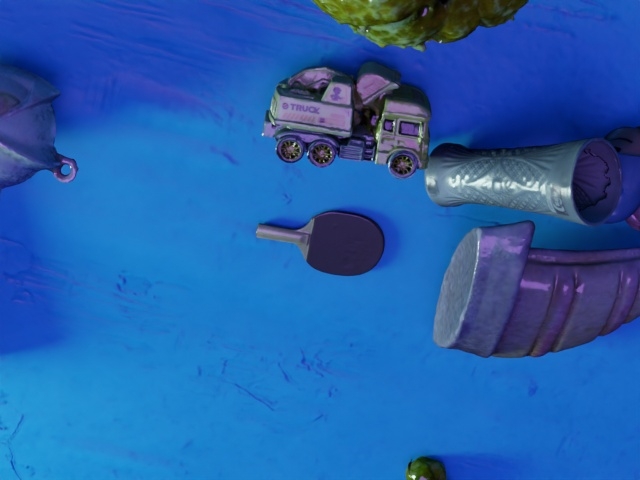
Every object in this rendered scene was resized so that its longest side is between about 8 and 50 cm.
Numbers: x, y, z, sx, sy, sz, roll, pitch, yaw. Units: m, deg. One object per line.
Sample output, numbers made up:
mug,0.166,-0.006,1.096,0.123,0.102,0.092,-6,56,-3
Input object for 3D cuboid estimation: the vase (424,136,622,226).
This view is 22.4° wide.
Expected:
vase,0.219,-0.069,1.797,0.219,0.096,0.096,5,129,44

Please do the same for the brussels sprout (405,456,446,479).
brussels sprout,0.146,0.317,2.106,0.051,0.046,0.083,-28,125,11

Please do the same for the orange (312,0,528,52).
orange,0.105,-0.332,1.628,0.301,0.223,0.300,-32,133,11

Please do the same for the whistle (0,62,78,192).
whistle,-0.424,-0.159,1.802,0.346,0.133,0.142,30,119,-5

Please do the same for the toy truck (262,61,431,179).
toy truck,0.033,-0.145,1.819,0.191,0.085,0.116,8,115,-1

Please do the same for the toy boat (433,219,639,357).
toy boat,0.264,0.074,1.900,0.293,0.111,0.276,13,143,-21

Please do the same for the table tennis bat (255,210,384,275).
table tennis bat,0.000,0.000,1.941,0.156,0.013,0.087,10,120,-6

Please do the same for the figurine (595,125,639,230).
figurine,0.368,-0.076,1.853,0.178,0.114,0.144,24,94,-25
